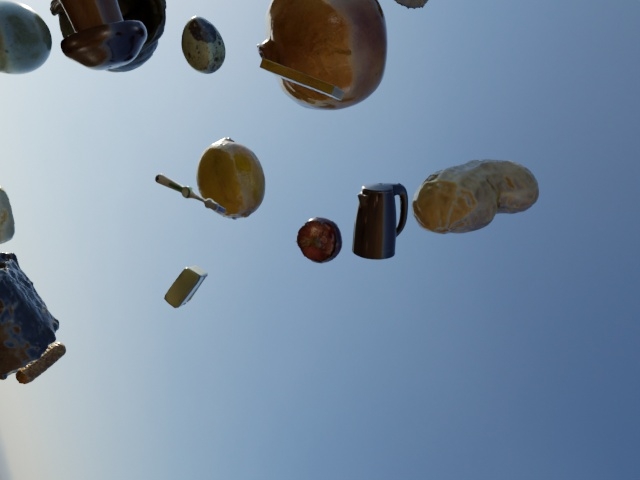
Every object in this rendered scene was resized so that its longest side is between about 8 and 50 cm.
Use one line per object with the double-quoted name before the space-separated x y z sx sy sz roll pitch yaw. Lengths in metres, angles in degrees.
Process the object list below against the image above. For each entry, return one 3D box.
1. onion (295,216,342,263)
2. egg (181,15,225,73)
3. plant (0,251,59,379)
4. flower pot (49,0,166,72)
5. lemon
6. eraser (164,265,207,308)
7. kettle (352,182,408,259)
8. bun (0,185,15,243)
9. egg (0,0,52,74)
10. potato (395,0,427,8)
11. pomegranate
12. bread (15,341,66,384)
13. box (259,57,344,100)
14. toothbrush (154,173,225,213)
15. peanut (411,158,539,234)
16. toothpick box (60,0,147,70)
"onion" 0.000 0.000 2.226 0.147 0.184 0.183 30 40 -81
"egg" -0.233 -0.386 1.133 0.085 0.085 0.110 15 -62 54
"plant" -0.454 0.085 0.764 0.194 0.129 0.132 57 -10 -26
"flower pot" -0.599 -0.642 1.628 0.213 0.302 0.301 -9 -85 55
"lemon" -0.302 -0.204 1.931 0.236 0.236 0.263 111 -31 -44
"eraser" -0.391 0.132 1.669 0.058 0.117 0.172 37 -3 -3
"kettle" 0.202 -0.071 1.864 0.144 0.202 0.232 -143 -129 -58
"bun" -0.615 -0.048 1.062 0.115 0.069 0.115 20 -63 46
"egg" -0.735 -0.480 1.355 0.236 0.169 0.169 -97 -177 -71
"potato" 0.268 -0.794 1.752 0.081 0.201 0.164 -41 -118 49
"pomegranate" 0.002 -0.579 1.705 0.417 0.417 0.416 29 -54 49
"bread" -0.760 0.333 1.560 0.052 0.157 0.044 5 -61 22
"box" -0.034 -0.314 1.118 0.155 0.087 0.023 24 -75 12
"toothbrush" -0.303 -0.110 1.283 0.304 0.030 0.030 25 -56 45
"peanut" 0.324 -0.094 1.184 0.147 0.306 0.146 35 -45 45
"toothpick box" -0.517 -0.533 1.279 0.192 0.192 0.294 4 -63 56
